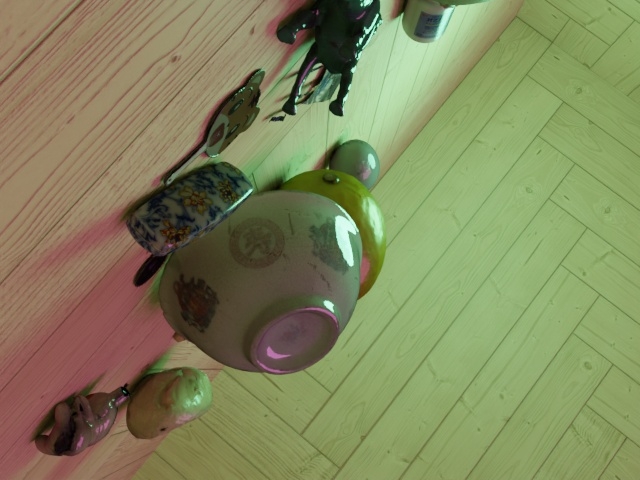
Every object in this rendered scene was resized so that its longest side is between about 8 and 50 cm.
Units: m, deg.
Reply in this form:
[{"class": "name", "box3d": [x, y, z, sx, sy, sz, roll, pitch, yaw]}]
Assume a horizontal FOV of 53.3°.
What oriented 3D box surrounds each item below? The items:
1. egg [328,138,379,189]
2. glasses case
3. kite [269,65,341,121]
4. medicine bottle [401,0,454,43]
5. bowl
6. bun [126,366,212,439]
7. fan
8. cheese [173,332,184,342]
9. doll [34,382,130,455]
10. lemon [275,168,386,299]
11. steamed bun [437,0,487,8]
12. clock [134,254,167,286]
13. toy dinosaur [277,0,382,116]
[{"class": "egg", "box3d": [0.097, -0.210, 1.826, 0.146, 0.146, 0.198, -48, 165, -24]}, {"class": "glasses case", "box3d": [-0.190, -0.053, 0.975, 0.065, 0.087, 0.248, -51, 175, 35]}, {"class": "kite", "box3d": [0.004, -0.312, 1.211, 0.169, 0.015, 0.310, -55, 175, 33]}, {"class": "medicine bottle", "box3d": [0.234, -0.504, 1.337, 0.102, 0.103, 0.186, -50, 174, -12]}, {"class": "bowl", "box3d": [-0.080, 0.132, 1.249, 0.435, 0.196, 0.434, -14, 132, -16]}, {"class": "bun", "box3d": [-0.419, 0.428, 1.734, 0.259, 0.160, 0.259, -26, 178, -1]}, {"class": "fan", "box3d": [-0.158, -0.157, 0.963, 0.226, 0.008, 0.152, -49, 174, -25]}, {"class": "cheese", "box3d": [-0.356, 0.238, 1.705, 0.083, 0.030, 0.044, -40, 148, -37]}, {"class": "doll", "box3d": [-0.480, 0.370, 1.295, 0.149, 0.095, 0.192, -55, 170, 13]}, {"class": "lemon", "box3d": [0.000, 0.000, 1.542, 0.348, 0.348, 0.348, -50, 174, -8]}, {"class": "steamed bun", "box3d": [0.291, -0.527, 1.029, 0.333, 0.233, 0.312, -55, 173, 22]}, {"class": "clock", "box3d": [-0.300, 0.050, 1.127, 0.083, 0.010, 0.074, -53, 174, 16]}, {"class": "toy dinosaur", "box3d": [0.061, -0.372, 1.007, 0.330, 0.129, 0.383, -60, 177, -25]}]
